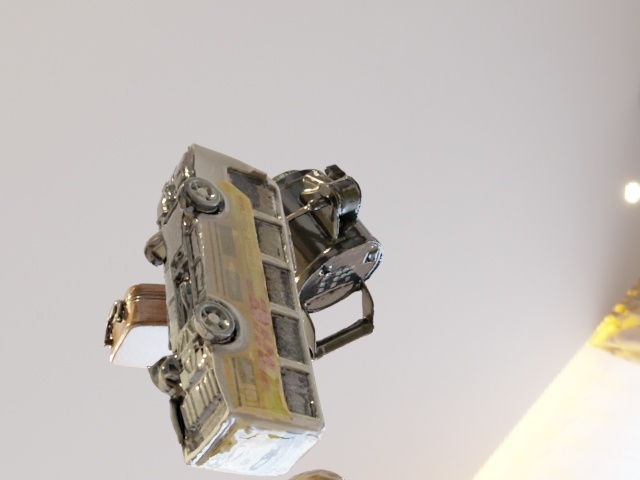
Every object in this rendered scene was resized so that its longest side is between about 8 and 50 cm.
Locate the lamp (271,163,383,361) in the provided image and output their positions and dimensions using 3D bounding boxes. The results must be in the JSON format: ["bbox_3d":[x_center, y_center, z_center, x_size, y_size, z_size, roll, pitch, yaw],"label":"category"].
[{"bbox_3d":[-0.023,0.002,1.683,0.205,0.272,0.374,-21,-49,-29],"label":"lamp"}]

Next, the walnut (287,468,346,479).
[{"bbox_3d":[0.003,0.586,1.579,0.285,0.285,0.296,42,-143,-32],"label":"walnut"}]

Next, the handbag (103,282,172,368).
[{"bbox_3d":[-0.251,0.136,1.320,0.151,0.193,0.072,6,-119,-20],"label":"handbag"}]

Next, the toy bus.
[{"bbox_3d":[-0.087,0.053,0.828,0.138,0.343,0.097,17,-51,-27],"label":"toy bus"}]
